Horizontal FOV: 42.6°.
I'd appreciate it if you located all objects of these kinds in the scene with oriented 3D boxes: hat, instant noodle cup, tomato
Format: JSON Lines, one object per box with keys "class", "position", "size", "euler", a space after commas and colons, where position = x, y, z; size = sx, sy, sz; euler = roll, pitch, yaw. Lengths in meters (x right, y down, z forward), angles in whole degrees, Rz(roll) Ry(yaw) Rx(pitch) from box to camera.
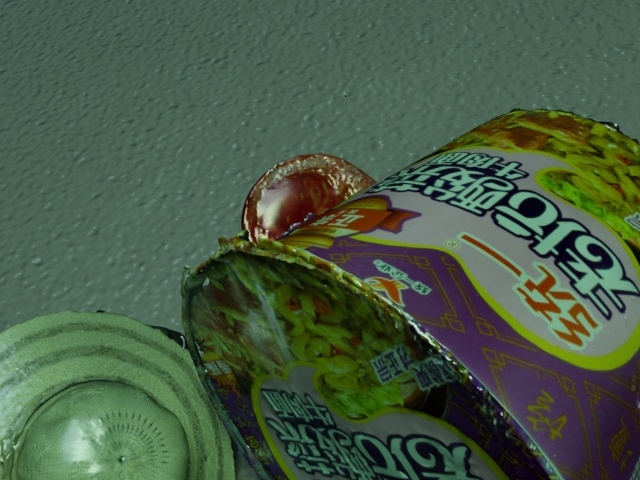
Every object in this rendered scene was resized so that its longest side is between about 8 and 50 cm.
{"class": "hat", "position": [-0.153, 0.161, 0.581], "size": [0.252, 0.110, 0.252], "euler": [9, 70, -25]}
{"class": "instant noodle cup", "position": [0.109, 0.071, 0.572], "size": [0.340, 0.340, 0.266], "euler": [30, 54, 30]}
{"class": "tomato", "position": [0.000, 0.000, 0.794], "size": [0.159, 0.091, 0.139], "euler": [34, 70, 2]}

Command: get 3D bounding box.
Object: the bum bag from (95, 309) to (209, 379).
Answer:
{"class": "bum bag", "position": [-0.214, 0.203, 0.652], "size": [0.144, 0.095, 0.340], "euler": [36, 62, 2]}
